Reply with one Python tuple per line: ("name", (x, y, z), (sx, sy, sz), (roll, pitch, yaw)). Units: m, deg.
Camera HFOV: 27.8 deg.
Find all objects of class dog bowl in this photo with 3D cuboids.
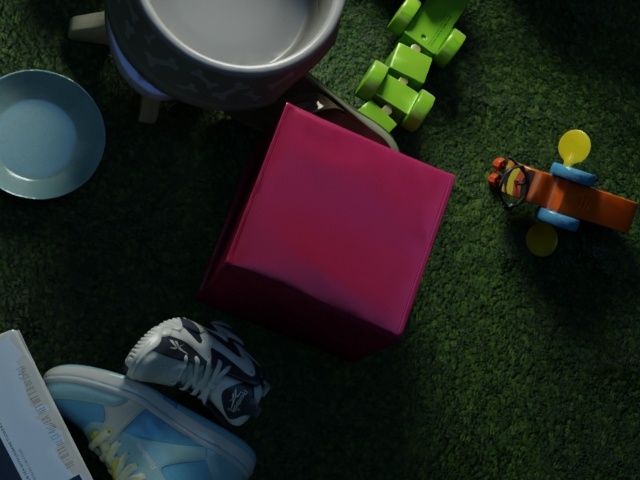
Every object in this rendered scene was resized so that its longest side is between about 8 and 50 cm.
("dog bowl", (-0.122, -0.358, 1.789), (0.349, 0.102, 0.348), (4, 77, -16))

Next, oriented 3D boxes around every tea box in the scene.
("tea box", (-0.460, 0.336, 1.630), (0.324, 0.220, 0.329), (-28, 87, -20))

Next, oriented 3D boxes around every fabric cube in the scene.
("fabric cube", (0.000, 0.000, 1.829), (0.258, 0.259, 0.254), (22, 73, -9))

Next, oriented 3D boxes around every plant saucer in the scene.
("plant saucer", (-0.409, -0.148, 1.857), (0.195, 0.037, 0.195), (4, 76, -15))

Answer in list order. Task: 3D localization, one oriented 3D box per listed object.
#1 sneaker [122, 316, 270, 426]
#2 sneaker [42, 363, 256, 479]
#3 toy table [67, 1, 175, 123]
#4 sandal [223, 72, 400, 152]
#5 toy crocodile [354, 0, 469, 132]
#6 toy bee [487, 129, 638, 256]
("sneaker", (-0.151, 0.187, 1.749), (0.153, 0.235, 0.094), (41, 102, 23))
("sneaker", (-0.257, 0.311, 1.732), (0.319, 0.127, 0.208), (27, 60, -8))
("toy table", (-0.232, -0.318, 1.885), (0.252, 0.161, 0.274), (18, 73, -13))
("sandal", (-0.020, -0.176, 1.912), (0.303, 0.120, 0.086), (28, 27, 3))
("toy crocodile", (0.135, -0.272, 2.024), (0.115, 0.105, 0.340), (31, 66, -7))
("toy bee", (0.352, -0.092, 2.022), (0.298, 0.162, 0.195), (40, 84, -37))
